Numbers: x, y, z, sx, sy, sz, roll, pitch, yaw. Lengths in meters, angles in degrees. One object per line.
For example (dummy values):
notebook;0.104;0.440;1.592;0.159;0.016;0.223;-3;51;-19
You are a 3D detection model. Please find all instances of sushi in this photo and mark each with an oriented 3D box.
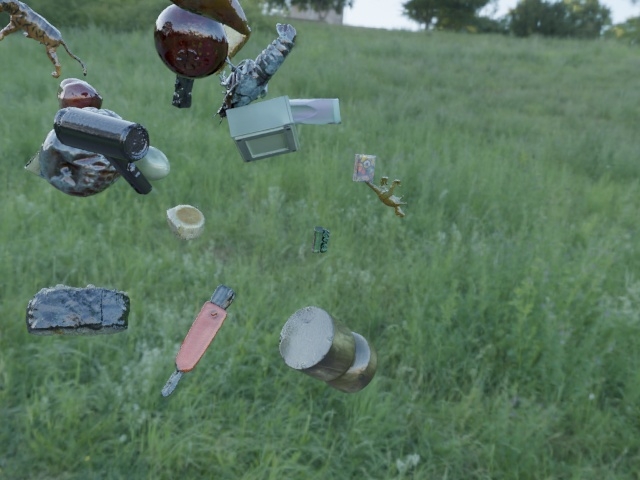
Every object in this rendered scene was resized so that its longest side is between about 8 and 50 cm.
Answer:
sushi;-0.882;0.260;1.924;0.350;0.171;0.211;3;-18;-21

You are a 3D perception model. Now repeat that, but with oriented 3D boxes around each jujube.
jujube;-0.666;-0.262;1.525;0.226;0.226;0.317;5;32;0

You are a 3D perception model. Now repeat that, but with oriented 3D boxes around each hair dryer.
hair dryer;-0.456;-0.191;1.205;0.197;0.089;0.251;15;-26;20

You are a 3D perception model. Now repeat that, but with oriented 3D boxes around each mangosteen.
mangosteen;-0.377;-0.602;1.547;0.215;0.215;0.257;4;49;-11

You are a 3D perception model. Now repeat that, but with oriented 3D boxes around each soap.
soap;-0.065;-0.597;2.436;0.347;0.115;0.208;7;18;28

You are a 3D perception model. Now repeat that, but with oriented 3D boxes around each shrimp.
shrimp;-0.238;-0.577;1.828;0.410;0.166;0.221;-33;-37;26

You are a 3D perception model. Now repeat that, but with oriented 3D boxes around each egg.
egg;-0.577;-0.259;1.770;0.152;0.114;0.114;27;12;11

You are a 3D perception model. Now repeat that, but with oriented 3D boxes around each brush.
brush;-0.327;0.264;1.389;0.070;0.323;0.051;32;-15;-6

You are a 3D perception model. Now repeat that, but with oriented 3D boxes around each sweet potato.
sweet potato;-0.259;-0.494;0.975;0.112;0.112;0.359;12;-10;42

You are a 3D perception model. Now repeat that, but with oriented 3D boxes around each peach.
peach;-0.846;-0.502;1.856;0.152;0.152;0.152;5;8;-1

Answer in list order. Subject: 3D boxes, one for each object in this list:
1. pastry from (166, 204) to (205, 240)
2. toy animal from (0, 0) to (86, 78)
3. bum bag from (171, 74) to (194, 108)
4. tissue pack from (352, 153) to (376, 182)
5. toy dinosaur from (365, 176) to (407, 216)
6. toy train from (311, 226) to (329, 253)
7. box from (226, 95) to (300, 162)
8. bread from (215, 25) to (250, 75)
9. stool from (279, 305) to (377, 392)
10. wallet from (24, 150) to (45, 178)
pastry;-0.540;-0.074;2.118;0.166;0.088;0.166;16;39;-14
toy animal;-0.723;-0.534;1.391;0.255;0.116;0.114;34;37;-18
bum bag;-0.587;-0.652;2.248;0.087;0.197;0.049;18;33;-2
tissue pack;0.133;-0.221;1.610;0.063;0.083;0.035;1;15;-27
toy dinosaur;0.201;-0.143;1.703;0.162;0.126;0.039;6;17;17
toy train;0.000;0.000;2.281;0.071;0.148;0.038;10;45;0
box;-0.202;-0.395;1.919;0.225;0.117;0.225;-13;-16;1
bread;-0.403;-0.834;2.256;0.114;0.185;0.275;37;-12;-16
stool;0.027;0.315;1.499;0.179;0.179;0.264;12;-20;40
wallet;-1.070;-0.280;2.087;0.155;0.110;0.039;32;28;-42
